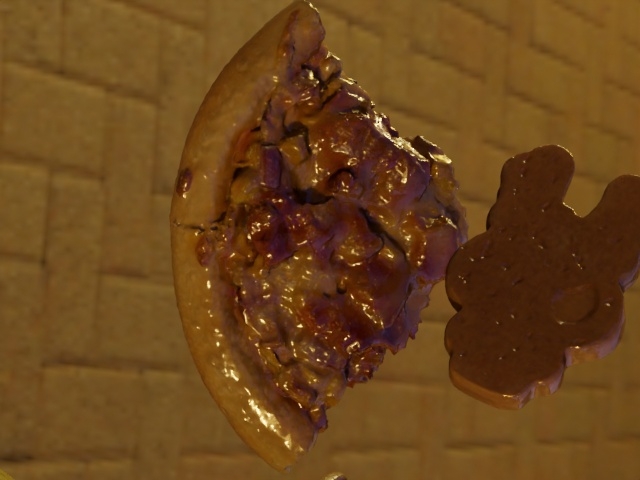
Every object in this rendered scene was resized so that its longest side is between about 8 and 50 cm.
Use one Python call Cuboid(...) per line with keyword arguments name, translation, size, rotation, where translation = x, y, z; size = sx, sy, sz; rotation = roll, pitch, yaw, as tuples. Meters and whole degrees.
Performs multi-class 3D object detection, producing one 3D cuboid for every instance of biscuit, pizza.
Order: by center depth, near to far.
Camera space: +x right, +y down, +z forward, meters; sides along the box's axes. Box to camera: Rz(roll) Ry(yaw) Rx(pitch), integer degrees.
Cuboid(name="biscuit", translation=(0.173, 0.030, 1.417), size=(0.236, 0.144, 0.040), rotation=(-59, 156, -28))
Cuboid(name="pizza", translation=(0.000, 0.000, 1.598), size=(0.114, 0.278, 0.408), rotation=(-164, -98, -68))

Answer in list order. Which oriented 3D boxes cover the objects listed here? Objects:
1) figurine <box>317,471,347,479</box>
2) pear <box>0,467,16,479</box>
Cuboid(name="figurine", translation=(-0.053, 0.385, 1.689), size=(0.401, 0.268, 0.387), rotation=(-29, 158, -24))
Cuboid(name="pear", translation=(-0.335, 0.297, 1.662), size=(0.197, 0.197, 0.197), rotation=(5, 90, -67))
